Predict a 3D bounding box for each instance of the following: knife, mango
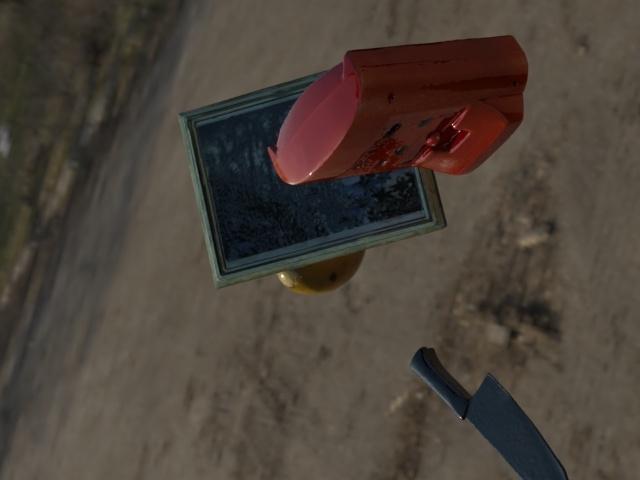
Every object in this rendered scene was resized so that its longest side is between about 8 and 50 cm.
[{"bbox_3d":[0.164,0.166,1.420,0.230,0.028,0.060,45,119,43],"label":"knife"},{"bbox_3d":[0.003,0.001,1.899,0.090,0.115,0.178,-53,18,42],"label":"mango"}]

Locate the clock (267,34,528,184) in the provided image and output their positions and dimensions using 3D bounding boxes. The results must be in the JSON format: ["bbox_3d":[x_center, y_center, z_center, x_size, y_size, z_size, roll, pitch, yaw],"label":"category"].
[{"bbox_3d":[0.053,-0.078,0.981,0.113,0.155,0.061,-46,61,47],"label":"clock"}]

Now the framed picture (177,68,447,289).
[{"bbox_3d":[-0.009,-0.054,1.118,0.011,0.183,0.142,26,-129,-75],"label":"framed picture"}]
